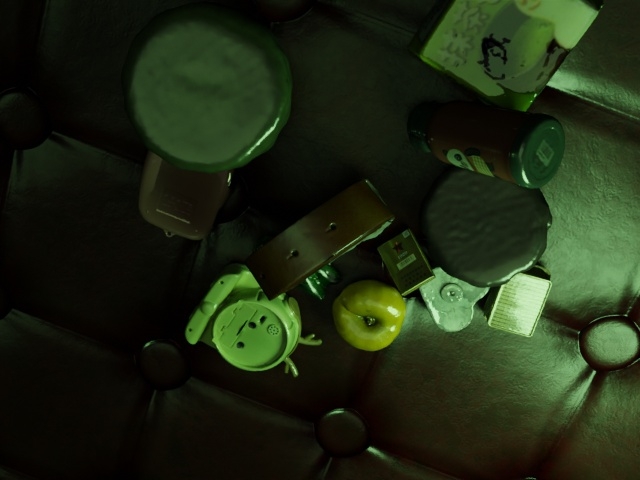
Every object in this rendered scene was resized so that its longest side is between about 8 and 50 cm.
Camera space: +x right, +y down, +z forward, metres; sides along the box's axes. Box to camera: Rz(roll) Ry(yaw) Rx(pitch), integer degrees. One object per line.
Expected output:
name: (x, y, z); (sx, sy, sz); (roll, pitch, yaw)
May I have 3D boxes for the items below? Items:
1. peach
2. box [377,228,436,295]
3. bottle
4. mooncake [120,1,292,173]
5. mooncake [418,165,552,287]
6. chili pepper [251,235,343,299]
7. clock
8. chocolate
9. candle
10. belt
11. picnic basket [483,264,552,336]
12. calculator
peach: (0.114, 0.173, 1.894); (0.179, 0.103, 0.179); (3, 109, 10)
box: (0.198, 0.051, 1.839); (0.090, 0.023, 0.133); (-33, 65, 16)
bottle: (0.321, -0.210, 1.627); (0.336, 0.144, 0.144); (24, 121, 48)
mooncake: (-0.233, -0.320, 1.693); (0.356, 0.194, 0.357); (0, 98, -2)
mooncake: (0.359, -0.039, 1.739); (0.283, 0.141, 0.283); (0, 88, 14)
chili pepper: (-0.056, 0.061, 1.898); (0.224, 0.061, 0.098); (28, 97, 0)
clock: (-0.156, 0.216, 1.951); (0.308, 0.096, 0.235); (32, 110, -6)
chocolate: (0.372, -0.429, 1.616); (0.288, 0.137, 0.301); (32, 112, -4)
candle: (0.301, 0.108, 1.863); (0.168, 0.068, 0.192); (24, 108, 1)
belt: (0.000, 0.000, 1.772); (0.338, 0.217, 0.122); (-35, 86, 1)
picnic basket: (0.454, 0.131, 1.842); (0.115, 0.079, 0.164); (16, 111, 2)
calculator: (-0.309, -0.149, 1.863); (0.220, 0.048, 0.330); (21, 111, -1)
